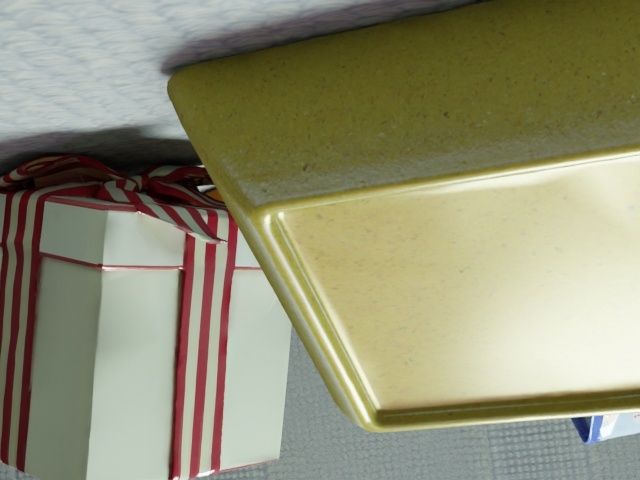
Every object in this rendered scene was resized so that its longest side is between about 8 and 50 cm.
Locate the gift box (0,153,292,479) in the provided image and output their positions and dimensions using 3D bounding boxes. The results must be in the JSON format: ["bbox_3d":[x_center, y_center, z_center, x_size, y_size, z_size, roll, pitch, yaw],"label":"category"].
[{"bbox_3d":[-0.151,0.060,0.874,0.276,0.258,0.255,7,-177,36],"label":"gift box"}]

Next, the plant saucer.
[{"bbox_3d":[0.108,0.016,0.618,0.333,0.081,0.332,-8,134,19],"label":"plant saucer"}]

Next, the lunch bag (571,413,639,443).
[{"bbox_3d":[0.400,0.015,1.217,0.328,0.238,0.385,-8,-146,-7],"label":"lunch bag"}]

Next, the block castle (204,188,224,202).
[{"bbox_3d":[0.053,0.023,1.103,0.303,0.212,0.453,-5,175,-35],"label":"block castle"}]
